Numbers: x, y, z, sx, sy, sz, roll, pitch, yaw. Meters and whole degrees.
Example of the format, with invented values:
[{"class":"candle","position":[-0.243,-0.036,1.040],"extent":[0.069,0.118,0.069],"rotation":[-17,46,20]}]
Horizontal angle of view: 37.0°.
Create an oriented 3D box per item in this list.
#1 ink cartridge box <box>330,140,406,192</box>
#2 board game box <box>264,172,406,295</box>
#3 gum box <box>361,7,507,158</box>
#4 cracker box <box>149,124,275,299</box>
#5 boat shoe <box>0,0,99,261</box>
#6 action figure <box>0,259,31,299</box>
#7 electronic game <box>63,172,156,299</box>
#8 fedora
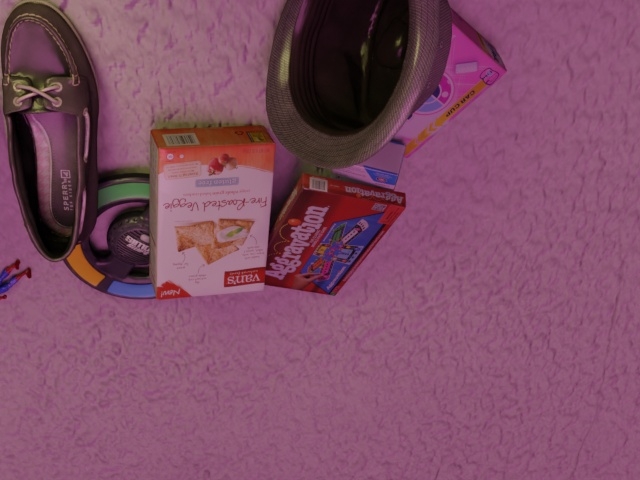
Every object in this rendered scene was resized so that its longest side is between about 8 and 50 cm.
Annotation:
[{"class":"ink cartridge box","position":[0.060,-0.090,1.288],"extent":[0.089,0.052,0.122],"rotation":[14,158,2]},{"class":"board game box","position":[0.000,0.000,1.351],"extent":[0.145,0.027,0.281],"rotation":[11,149,-15]},{"class":"gum box","position":[0.130,-0.200,1.237],"extent":[0.107,0.062,0.188],"rotation":[33,119,-30]},{"class":"cracker box","position":[-0.150,-0.036,1.296],"extent":[0.156,0.067,0.232],"rotation":[-5,122,-18]},{"class":"boat shoe","position":[-0.334,-0.126,1.193],"extent":[0.112,0.095,0.335],"rotation":[0,123,-2]},{"class":"action figure","position":[-0.479,0.071,1.411],"extent":[0.115,0.030,0.038],"rotation":[-31,132,21]},{"class":"electronic game","position":[-0.259,-0.002,1.364],"extent":[0.229,0.048,0.229],"rotation":[-4,130,-4]},{"class":"fedora","position":[0.062,-0.218,1.131],"extent":[0.124,0.244,0.275],"rotation":[1,106,-47]}]
